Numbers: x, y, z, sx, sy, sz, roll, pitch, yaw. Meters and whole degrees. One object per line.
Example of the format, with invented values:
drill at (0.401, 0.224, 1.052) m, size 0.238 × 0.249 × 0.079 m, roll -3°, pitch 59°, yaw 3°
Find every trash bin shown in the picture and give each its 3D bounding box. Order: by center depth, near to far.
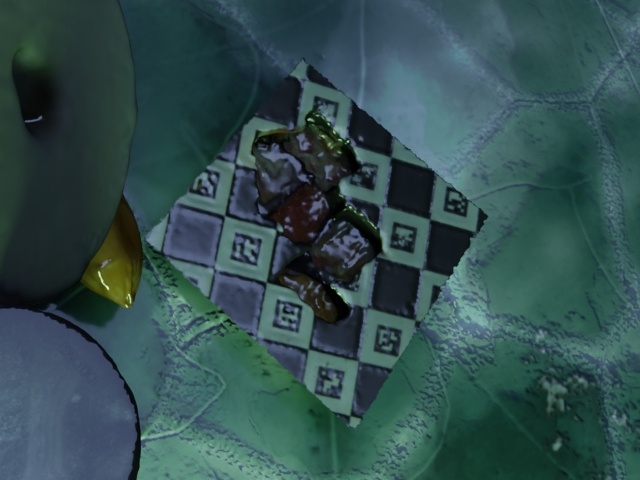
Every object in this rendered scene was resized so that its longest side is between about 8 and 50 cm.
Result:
trash bin at (-0.278, 0.172, 0.930) m, size 0.203 × 0.301 × 0.252 m, roll 46°, pitch 69°, yaw -7°

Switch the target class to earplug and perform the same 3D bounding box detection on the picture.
earplug at (-0.393, -0.117, 0.913) m, size 0.393 × 0.312 × 0.313 m, roll 4°, pitch 73°, yaw 15°

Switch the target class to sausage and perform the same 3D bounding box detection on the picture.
sausage at (-0.240, -0.104, 1.103) m, size 0.116 × 0.134 × 0.354 m, roll -9°, pitch 79°, yaw -4°

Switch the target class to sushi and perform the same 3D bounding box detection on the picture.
sushi at (0.000, 0.000, 1.210) m, size 0.292 × 0.059 × 0.294 m, roll 41°, pitch 67°, yaw -7°
